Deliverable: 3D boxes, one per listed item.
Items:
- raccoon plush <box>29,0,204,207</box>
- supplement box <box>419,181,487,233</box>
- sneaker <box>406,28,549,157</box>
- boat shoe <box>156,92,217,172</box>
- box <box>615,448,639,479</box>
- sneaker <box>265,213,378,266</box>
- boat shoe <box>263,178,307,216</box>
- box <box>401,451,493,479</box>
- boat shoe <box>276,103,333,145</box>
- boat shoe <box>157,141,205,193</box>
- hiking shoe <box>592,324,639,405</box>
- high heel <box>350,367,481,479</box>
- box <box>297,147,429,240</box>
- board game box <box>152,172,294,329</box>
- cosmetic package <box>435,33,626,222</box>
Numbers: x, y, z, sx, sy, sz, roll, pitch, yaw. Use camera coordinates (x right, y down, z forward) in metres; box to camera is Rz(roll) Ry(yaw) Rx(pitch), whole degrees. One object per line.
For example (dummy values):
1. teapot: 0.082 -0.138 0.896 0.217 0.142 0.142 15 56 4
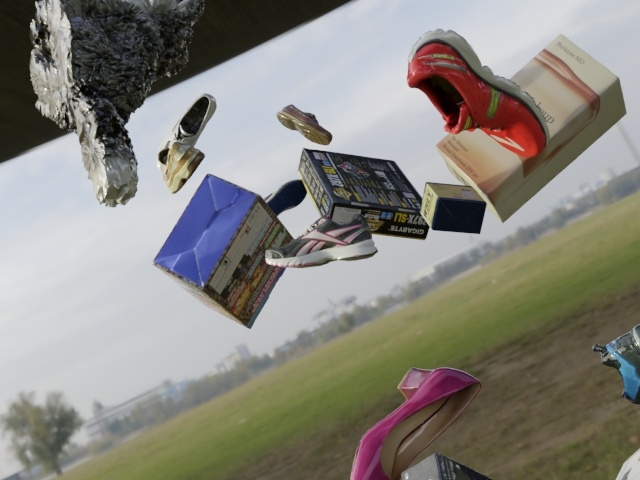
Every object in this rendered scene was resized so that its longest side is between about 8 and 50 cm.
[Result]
1. raccoon plush: -0.302 -0.245 1.491 0.299 0.446 0.216 -7 -19 -37
2. supplement box: 0.216 -0.054 1.443 0.083 0.056 0.083 5 22 -11
3. sneaker: 0.237 -0.202 1.373 0.107 0.279 0.118 -26 35 55
4. boat shoe: -0.268 -0.213 1.755 0.184 0.066 0.063 -50 2 2
5. box: 0.501 0.362 1.281 0.169 0.087 0.290 -51 -16 -27
6. sneaker: 0.000 0.000 1.390 0.178 0.077 0.072 -9 -7 10
7. boat shoe: -0.112 -0.097 2.215 0.183 0.066 0.066 -36 17 -30
8. box: 0.236 0.479 1.543 0.158 0.156 0.093 31 -57 -29
9. boat shoe: -0.034 -0.306 2.291 0.060 0.178 0.064 -48 -30 -17
10. boat shoe: -0.263 -0.141 1.601 0.068 0.072 0.190 -59 11 -23
11. hiking shoe: 0.731 0.328 1.922 0.132 0.304 0.113 -31 0 32
12. high heel: 0.201 0.430 1.895 0.181 0.127 0.377 -1 52 45
13. box: 0.103 -0.118 2.152 0.257 0.079 0.322 4 27 -18
14. board game box: -0.199 0.029 1.939 0.232 0.141 0.291 -60 -24 -12
15. cosmetic package: 0.369 -0.195 1.545 0.296 0.153 0.129 -43 -32 2
